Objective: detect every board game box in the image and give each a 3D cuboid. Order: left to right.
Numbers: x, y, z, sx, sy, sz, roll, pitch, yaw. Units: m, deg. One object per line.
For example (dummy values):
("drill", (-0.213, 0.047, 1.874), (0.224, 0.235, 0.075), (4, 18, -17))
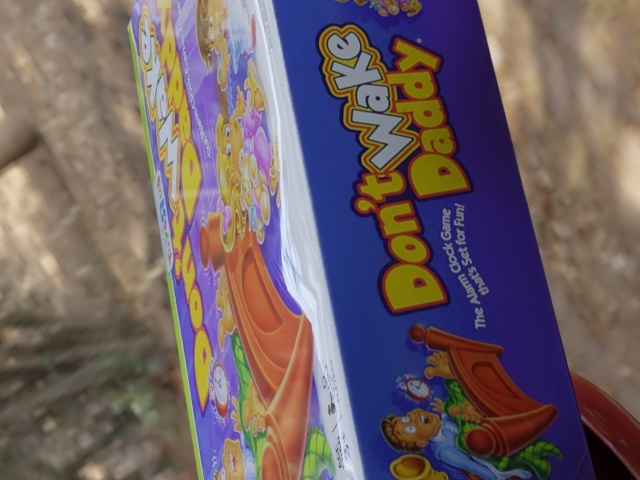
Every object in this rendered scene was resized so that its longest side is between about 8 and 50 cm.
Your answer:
("board game box", (0.000, 0.000, 0.712), (0.233, 0.078, 0.347), (116, 147, -60))

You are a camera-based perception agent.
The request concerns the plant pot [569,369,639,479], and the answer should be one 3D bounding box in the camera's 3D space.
("plant pot", (0.082, 0.161, 0.895), (0.191, 0.174, 0.191), (45, 160, 21))
